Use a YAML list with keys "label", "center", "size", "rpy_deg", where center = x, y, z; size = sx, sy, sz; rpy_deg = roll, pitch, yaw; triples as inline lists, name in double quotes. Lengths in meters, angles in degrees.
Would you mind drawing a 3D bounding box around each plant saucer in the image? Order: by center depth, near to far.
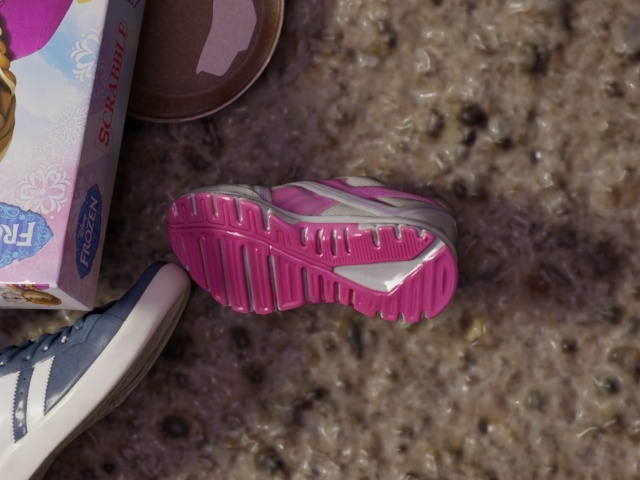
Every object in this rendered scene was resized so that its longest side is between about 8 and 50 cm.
- label: "plant saucer"
  center: [-0.123, -0.198, 1.441]
  size: [0.198, 0.036, 0.199]
  rpy_deg: [0, 89, 11]

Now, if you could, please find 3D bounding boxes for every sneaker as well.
- label: "sneaker"
  center: [0.000, 0.000, 1.378]
  size: [0.252, 0.111, 0.103]
  rpy_deg: [10, 116, 16]
- label: "sneaker"
  center: [-0.261, 0.123, 1.414]
  size: [0.148, 0.131, 0.350]
  rpy_deg: [44, 98, 5]

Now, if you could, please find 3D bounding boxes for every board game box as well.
- label: "board game box"
  center: [-0.313, -0.101, 1.393]
  size: [0.318, 0.066, 0.318]
  rpy_deg: [-1, 69, 21]
